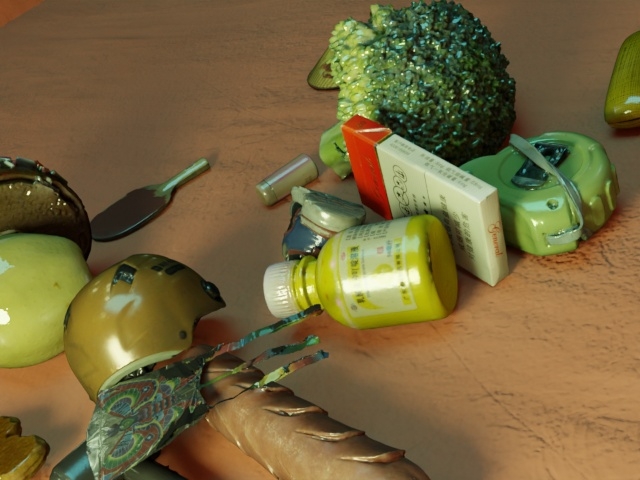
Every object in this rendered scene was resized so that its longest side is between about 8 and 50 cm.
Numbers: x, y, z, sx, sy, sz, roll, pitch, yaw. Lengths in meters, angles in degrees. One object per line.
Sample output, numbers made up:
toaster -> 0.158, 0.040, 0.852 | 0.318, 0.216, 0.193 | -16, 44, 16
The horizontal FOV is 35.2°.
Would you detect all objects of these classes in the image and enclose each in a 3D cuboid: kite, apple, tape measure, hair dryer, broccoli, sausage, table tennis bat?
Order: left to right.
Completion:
apple -> -0.405, 0.080, 1.371 | 0.200, 0.200, 0.200 | -17, 30, 10
table tennis bat -> -0.288, -0.070, 1.700 | 0.234, 0.022, 0.131 | -35, 31, -18
hair dryer -> -0.168, 0.265, 1.035 | 0.248, 0.070, 0.114 | 20, 48, 39
kite -> -0.121, 0.149, 1.060 | 0.286, 0.015, 0.152 | -25, 32, 2
sausage -> -0.030, 0.196, 1.018 | 0.088, 0.087, 0.433 | -37, 31, -24
broccoli -> 0.120, -0.226, 1.439 | 0.302, 0.249, 0.375 | -3, 40, 26
tape measure -> 0.264, -0.062, 1.211 | 0.175, 0.106, 0.200 | -39, 35, -21

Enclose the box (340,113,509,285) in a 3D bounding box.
box -> 0.123, -0.052, 1.214 | 0.035, 0.139, 0.245 | -35, 43, -19

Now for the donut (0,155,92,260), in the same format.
donut -> -0.466, -0.002, 1.469 | 0.270, 0.269, 0.103 | -28, 42, -9

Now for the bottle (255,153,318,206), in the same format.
bottle -> -0.052, -0.091, 1.544 | 0.096, 0.045, 0.045 | -35, 31, -16

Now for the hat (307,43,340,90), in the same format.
hat -> 0.053, -0.358, 1.875 | 0.193, 0.082, 0.193 | -18, 29, 10

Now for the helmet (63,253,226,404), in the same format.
helmet -> -0.227, 0.089, 1.224 | 0.198, 0.130, 0.224 | -32, 11, 18

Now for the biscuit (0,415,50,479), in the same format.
biscuit -> -0.439, 0.291, 1.161 | 0.290, 0.041, 0.208 | -20, 28, 11

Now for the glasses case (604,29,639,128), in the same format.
glasses case -> 0.447, -0.229, 1.406 | 0.079, 0.064, 0.234 | -12, 31, 32

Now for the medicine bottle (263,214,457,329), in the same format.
medicine bottle -> 0.042, 0.044, 1.174 | 0.213, 0.121, 0.121 | -10, 32, 22

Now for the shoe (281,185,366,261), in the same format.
shoe -> -0.001, 0.000, 1.330 | 0.099, 0.125, 0.227 | 14, 4, -5
